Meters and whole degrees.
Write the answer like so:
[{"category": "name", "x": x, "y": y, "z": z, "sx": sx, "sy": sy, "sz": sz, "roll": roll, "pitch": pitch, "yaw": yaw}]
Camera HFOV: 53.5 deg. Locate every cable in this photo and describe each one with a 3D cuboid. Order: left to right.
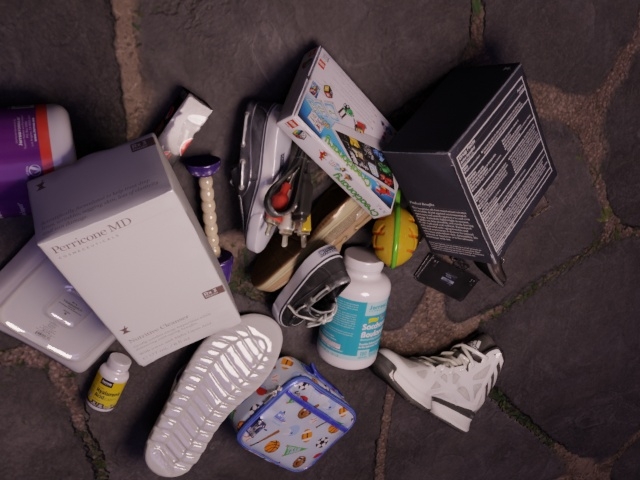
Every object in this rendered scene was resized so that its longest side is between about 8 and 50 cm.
[{"category": "cable", "x": -0.054, "y": -0.133, "z": 1.257, "sx": 0.139, "sy": 0.072, "sz": 0.287, "roll": 20, "pitch": 72, "yaw": -42}]

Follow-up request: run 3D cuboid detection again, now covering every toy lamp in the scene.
[{"category": "toy lamp", "x": -0.221, "y": -0.030, "z": 1.281, "sx": 0.080, "sy": 0.080, "sz": 0.275, "roll": -12, "pitch": 119, "yaw": -18}]

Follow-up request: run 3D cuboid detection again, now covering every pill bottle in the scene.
[{"category": "pill bottle", "x": -0.566, "y": -0.120, "z": 1.028, "sx": 0.322, "sy": 0.181, "sz": 0.182, "roll": -9, "pitch": 117, "yaw": -19}, {"category": "pill bottle", "x": -0.447, "y": 0.299, "z": 1.350, "sx": 0.065, "sy": 0.065, "sz": 0.116, "roll": 20, "pitch": 104, "yaw": -30}, {"category": "pill bottle", "x": 0.079, "y": 0.151, "z": 1.456, "sx": 0.146, "sy": 0.146, "sz": 0.264, "roll": -1, "pitch": 115, "yaw": -23}]

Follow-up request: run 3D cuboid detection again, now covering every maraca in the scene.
[{"category": "maraca", "x": 0.163, "y": -0.026, "z": 1.382, "sx": 0.099, "sy": 0.186, "sz": 0.127, "roll": 7, "pitch": 145, "yaw": 1}]

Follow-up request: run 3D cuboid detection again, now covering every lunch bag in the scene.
[{"category": "lunch bag", "x": -0.063, "y": 0.416, "z": 1.525, "sx": 0.243, "sy": 0.115, "sz": 0.303, "roll": -42, "pitch": 132, "yaw": 3}]

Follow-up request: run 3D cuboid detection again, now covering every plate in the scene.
[{"category": "plate", "x": -0.491, "y": 0.124, "z": 1.246, "sx": 0.278, "sy": 0.045, "sz": 0.277, "roll": -43, "pitch": 124, "yaw": 8}]

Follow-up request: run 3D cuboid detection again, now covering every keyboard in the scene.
[{"category": "keyboard", "x": 0.327, "y": 0.083, "z": 1.604, "sx": 0.180, "sy": 0.023, "sz": 0.108, "roll": 25, "pitch": 109, "yaw": -32}]

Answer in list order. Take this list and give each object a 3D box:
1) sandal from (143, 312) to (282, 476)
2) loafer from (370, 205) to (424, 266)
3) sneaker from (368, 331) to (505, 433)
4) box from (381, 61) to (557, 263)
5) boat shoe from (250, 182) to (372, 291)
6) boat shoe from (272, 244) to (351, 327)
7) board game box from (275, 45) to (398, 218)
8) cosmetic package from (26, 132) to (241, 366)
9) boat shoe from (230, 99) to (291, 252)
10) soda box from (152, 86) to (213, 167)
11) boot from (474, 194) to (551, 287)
[{"category": "sandal", "x": -0.255, "y": 0.328, "z": 1.429, "sx": 0.169, "sy": 0.102, "sz": 0.416, "roll": 43, "pitch": 79, "yaw": -19}, {"category": "loafer", "x": 0.213, "y": -0.013, "z": 1.474, "sx": 0.220, "sy": 0.078, "sz": 0.080, "roll": -46, "pitch": 123, "yaw": 3}, {"category": "sneaker", "x": 0.313, "y": 0.314, "z": 1.651, "sx": 0.447, "sy": 0.169, "sz": 0.258, "roll": 37, "pitch": 88, "yaw": -40}, {"category": "box", "x": 0.322, "y": -0.165, "z": 1.337, "sx": 0.296, "sy": 0.182, "sz": 0.294, "roll": -49, "pitch": 127, "yaw": -25}, {"category": "boat shoe", "x": 0.000, "y": 0.000, "z": 1.364, "sx": 0.341, "sy": 0.121, "sz": 0.110, "roll": -42, "pitch": 123, "yaw": -2}, {"category": "boat shoe", "x": -0.012, "y": 0.128, "z": 1.350, "sx": 0.113, "sy": 0.105, "sz": 0.306, "roll": -19, "pitch": 157, "yaw": -36}, {"category": "board game box", "x": 0.056, "y": -0.209, "z": 1.262, "sx": 0.305, "sy": 0.053, "sz": 0.193, "roll": 42, "pitch": 52, "yaw": -32}, {"category": "cosmetic package", "x": -0.297, "y": 0.030, "z": 1.081, "sx": 0.217, "sy": 0.156, "sz": 0.385, "roll": -24, "pitch": 143, "yaw": -5}, {"category": "boat shoe", "x": -0.130, "y": -0.127, "z": 1.263, "sx": 0.102, "sy": 0.108, "sz": 0.301, "roll": 16, "pitch": 111, "yaw": 16}, {"category": "soda box", "x": -0.276, "y": -0.198, "z": 1.191, "sx": 0.060, "sy": 0.053, "sz": 0.169, "roll": 33, "pitch": 99, "yaw": -32}, {"category": "boot", "x": 0.475, "y": -0.030, "z": 1.572, "sx": 0.229, "sy": 0.091, "sz": 0.263, "roll": -35, "pitch": 120, "yaw": -4}]
